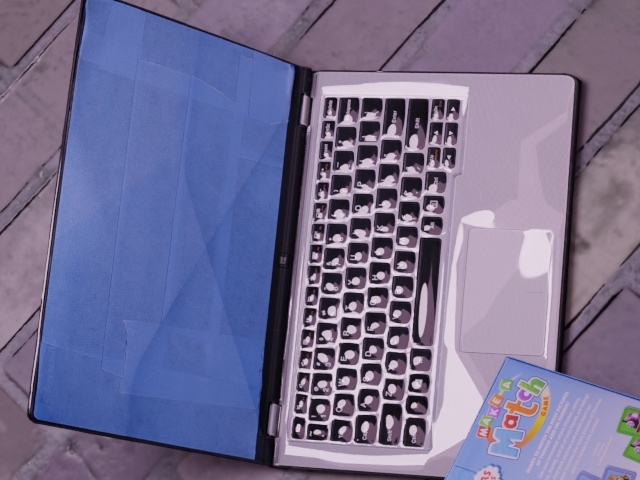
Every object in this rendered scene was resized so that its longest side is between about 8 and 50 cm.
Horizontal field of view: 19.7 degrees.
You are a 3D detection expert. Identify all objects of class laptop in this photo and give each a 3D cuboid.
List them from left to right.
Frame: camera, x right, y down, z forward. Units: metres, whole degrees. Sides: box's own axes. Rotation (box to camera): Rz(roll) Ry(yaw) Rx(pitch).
[{"bbox_3d":[0.000,0.000,1.606,0.407,0.236,0.382,2,77,15],"label":"laptop"}]

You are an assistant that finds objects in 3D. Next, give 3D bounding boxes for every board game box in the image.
[{"bbox_3d":[0.218,0.198,1.525,0.211,0.039,0.160,18,65,27],"label":"board game box"}]
